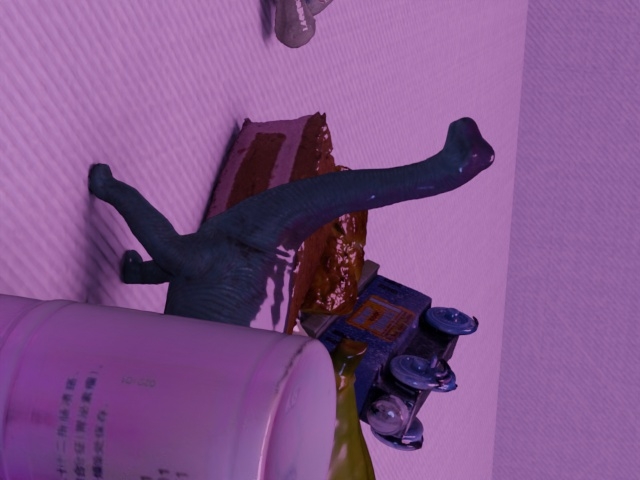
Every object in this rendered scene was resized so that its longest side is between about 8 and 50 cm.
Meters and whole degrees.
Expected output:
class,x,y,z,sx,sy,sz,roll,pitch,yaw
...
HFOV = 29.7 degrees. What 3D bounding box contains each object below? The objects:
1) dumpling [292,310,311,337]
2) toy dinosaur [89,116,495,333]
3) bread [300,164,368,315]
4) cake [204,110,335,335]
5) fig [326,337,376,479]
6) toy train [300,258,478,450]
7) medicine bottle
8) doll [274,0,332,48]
class,x,y,z,sx,sy,sz,roll,pitch,yaw
dumpling,-0.067,0.135,1.279,0.127,0.108,0.188,-45,163,-25
toy dinosaur,-0.040,0.083,0.964,0.129,0.331,0.383,8,88,-69
bread,0.000,0.000,1.404,0.132,0.103,0.172,25,71,-73
cake,-0.059,0.016,1.215,0.113,0.116,0.295,68,34,-54
fig,-0.061,0.205,1.103,0.233,0.233,0.314,-50,143,-58
toy train,0.077,0.146,1.546,0.300,0.202,0.131,-40,151,-64
medicine bottle,-0.131,0.123,0.827,0.152,0.254,0.152,8,90,-71
doll,-0.006,-0.309,1.322,0.214,0.072,0.103,-66,148,-24
